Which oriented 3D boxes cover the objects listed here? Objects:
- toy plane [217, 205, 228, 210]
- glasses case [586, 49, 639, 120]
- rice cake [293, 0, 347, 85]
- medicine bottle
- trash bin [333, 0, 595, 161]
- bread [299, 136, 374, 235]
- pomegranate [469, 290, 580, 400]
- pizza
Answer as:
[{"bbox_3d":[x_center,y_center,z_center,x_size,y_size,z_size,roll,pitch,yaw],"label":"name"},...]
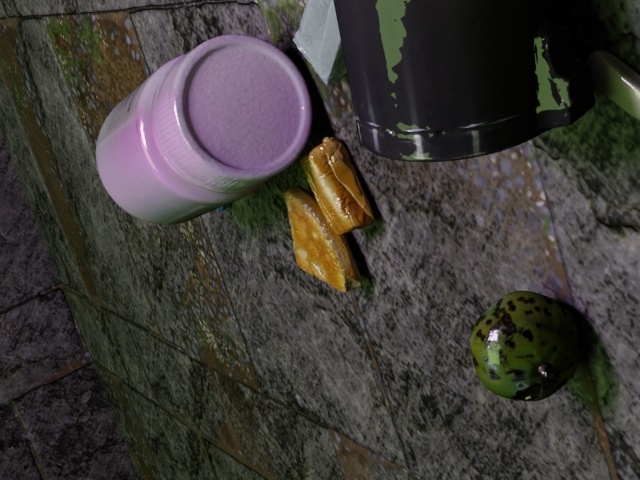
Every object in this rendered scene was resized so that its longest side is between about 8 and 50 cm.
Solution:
[{"bbox_3d":[-0.261,-0.115,2.047,0.254,0.105,0.271,42,147,12],"label":"toy plane"},{"bbox_3d":[0.268,-0.138,1.052,0.083,0.021,0.032,48,152,31],"label":"glasses case"},{"bbox_3d":[0.021,-0.274,1.391,0.085,0.040,0.226,57,155,16],"label":"rice cake"},{"bbox_3d":[-0.174,-0.150,1.684,0.219,0.219,0.388,65,156,-3],"label":"medicine bottle"},{"bbox_3d":[0.108,-0.246,1.055,0.252,0.203,0.302,10,124,39],"label":"trash bin"},{"bbox_3d":[0.022,-0.071,1.575,0.132,0.053,0.074,63,160,2],"label":"bread"},{"bbox_3d":[0.220,0.109,1.299,0.161,0.122,0.122,-99,-10,-76],"label":"pomegranate"},{"bbox_3d":[0.001,0.000,1.694,0.175,0.046,0.134,63,155,3],"label":"pizza"}]
